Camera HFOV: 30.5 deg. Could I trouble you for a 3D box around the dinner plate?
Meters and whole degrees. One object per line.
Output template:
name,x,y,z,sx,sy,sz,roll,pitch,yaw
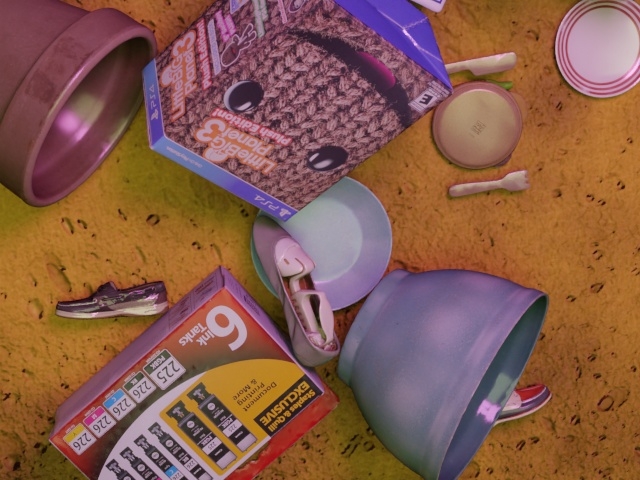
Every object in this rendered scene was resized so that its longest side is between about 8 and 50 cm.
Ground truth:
dinner plate,0.389,-0.267,1.610,0.141,0.017,0.141,-1,103,-6

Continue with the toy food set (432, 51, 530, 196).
toy food set,0.218,-0.159,1.608,0.132,0.038,0.192,-8,108,3

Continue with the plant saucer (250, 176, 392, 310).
plant saucer,0.000,0.000,1.611,0.195,0.037,0.195,-1,102,-7

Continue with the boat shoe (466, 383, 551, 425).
boat shoe,0.264,0.233,1.685,0.137,0.049,0.043,-21,101,3

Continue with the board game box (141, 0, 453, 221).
board game box,-0.032,-0.193,1.418,0.291,0.141,0.232,-37,135,28

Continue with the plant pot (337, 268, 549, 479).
plant pot,0.147,0.155,1.555,0.196,0.293,0.293,29,98,20

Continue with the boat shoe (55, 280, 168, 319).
boat shoe,-0.283,0.079,1.591,0.152,0.056,0.049,-3,97,-15

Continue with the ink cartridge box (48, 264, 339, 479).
ink cartridge box,-0.158,0.241,1.597,0.309,0.130,0.272,-42,104,3

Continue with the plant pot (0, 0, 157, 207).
plant pot,-0.366,-0.207,1.438,0.229,0.263,0.263,34,96,5

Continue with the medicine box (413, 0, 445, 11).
medicine box,0.068,-0.465,1.453,0.289,0.149,0.263,21,105,-11

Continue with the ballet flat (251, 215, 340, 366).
ballet flat,-0.025,0.060,1.542,0.068,0.072,0.213,-24,84,42
